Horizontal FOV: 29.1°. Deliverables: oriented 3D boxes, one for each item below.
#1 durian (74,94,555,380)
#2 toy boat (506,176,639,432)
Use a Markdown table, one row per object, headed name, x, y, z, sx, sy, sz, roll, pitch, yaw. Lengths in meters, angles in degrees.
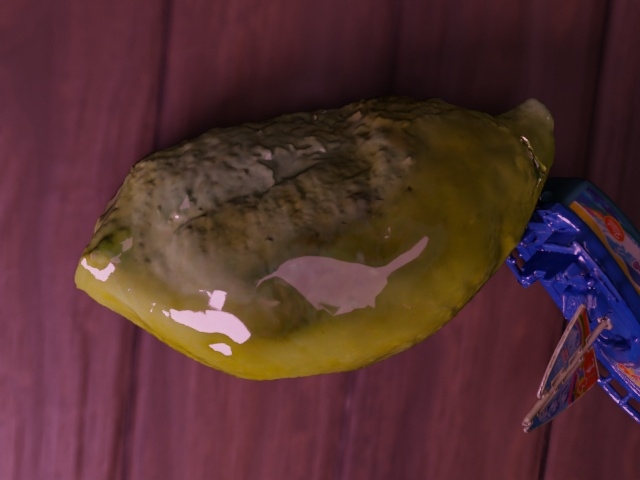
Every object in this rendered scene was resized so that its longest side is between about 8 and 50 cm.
| name | x | y | z | sx | sy | sz | roll | pitch | yaw |
| --- | --- | --- | --- | --- | --- | --- | --- | --- | --- |
| durian | 0.000 | 0.000 | 0.634 | 0.250 | 0.101 | 0.139 | -6 | 97 | 5 |
| toy boat | 0.142 | 0.061 | 0.668 | 0.110 | 0.091 | 0.175 | -43 | 108 | -15 |
